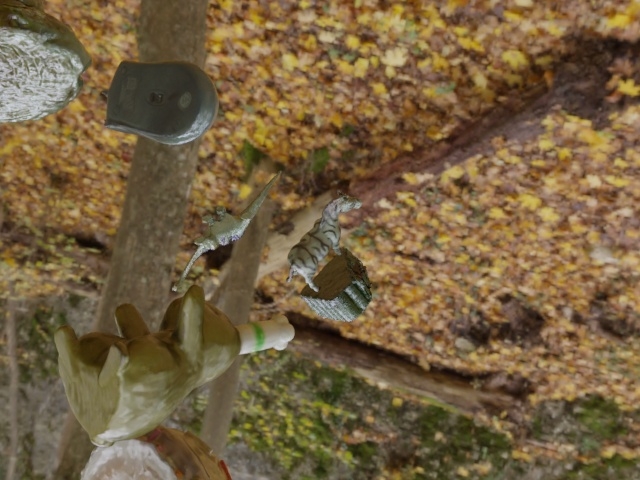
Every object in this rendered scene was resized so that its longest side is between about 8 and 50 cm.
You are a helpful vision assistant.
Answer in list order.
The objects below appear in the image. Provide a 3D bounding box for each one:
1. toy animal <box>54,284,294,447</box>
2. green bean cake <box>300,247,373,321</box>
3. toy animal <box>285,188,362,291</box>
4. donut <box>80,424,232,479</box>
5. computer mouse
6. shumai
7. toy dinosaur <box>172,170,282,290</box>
[{"bbox_3d":[-0.213,0.152,1.044,0.181,0.180,0.363,-7,-166,36],"label":"toy animal"},{"bbox_3d":[0.070,0.114,1.787,0.107,0.193,0.208,51,160,-16],"label":"green bean cake"},{"bbox_3d":[0.008,0.001,1.654,0.090,0.255,0.170,31,180,24],"label":"toy animal"},{"bbox_3d":[-0.284,0.507,1.236,0.383,0.382,0.142,11,-177,37],"label":"donut"},{"bbox_3d":[-0.364,-0.318,1.610,0.371,0.188,0.122,15,-179,31],"label":"computer mouse"},{"bbox_3d":[-0.581,-0.379,1.226,0.309,0.263,0.304,16,146,-43],"label":"shumai"},{"bbox_3d":[-0.102,-0.017,0.758,0.037,0.180,0.058,48,170,12],"label":"toy dinosaur"}]
